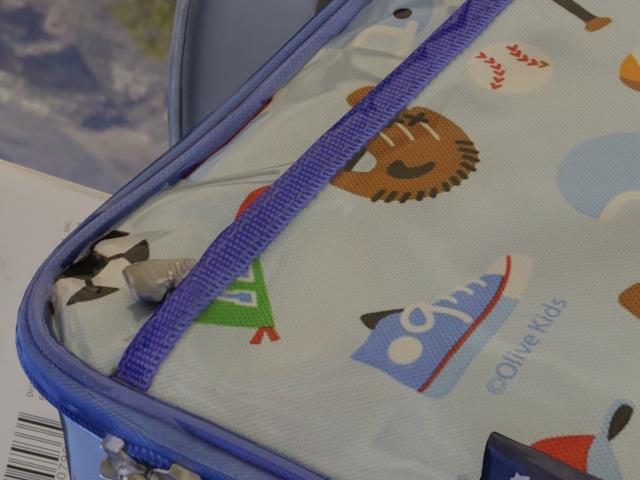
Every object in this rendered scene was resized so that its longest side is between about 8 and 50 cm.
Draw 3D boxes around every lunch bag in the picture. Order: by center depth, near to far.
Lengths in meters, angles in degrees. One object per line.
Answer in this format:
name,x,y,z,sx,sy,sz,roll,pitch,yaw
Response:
lunch bag,0.074,0.005,0.436,0.243,0.115,0.303,23,-131,29

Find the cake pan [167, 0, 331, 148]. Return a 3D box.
cake pan,0.032,-0.106,0.764,0.054,0.293,0.293,18,-177,24

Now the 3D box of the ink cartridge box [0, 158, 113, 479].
ink cartridge box,-0.292,0.084,1.199,0.395,0.285,0.166,19,163,-26
